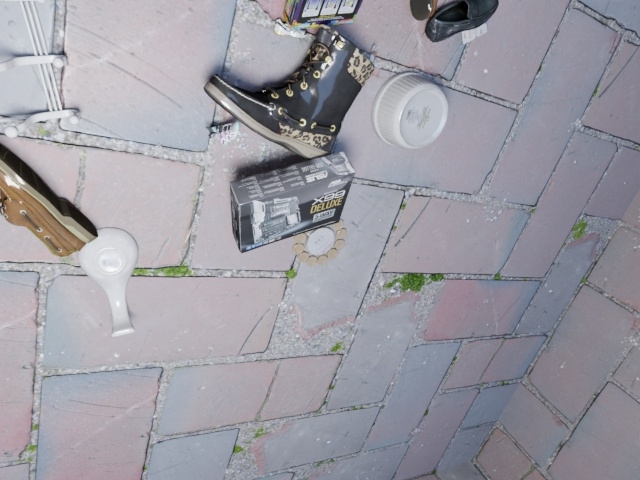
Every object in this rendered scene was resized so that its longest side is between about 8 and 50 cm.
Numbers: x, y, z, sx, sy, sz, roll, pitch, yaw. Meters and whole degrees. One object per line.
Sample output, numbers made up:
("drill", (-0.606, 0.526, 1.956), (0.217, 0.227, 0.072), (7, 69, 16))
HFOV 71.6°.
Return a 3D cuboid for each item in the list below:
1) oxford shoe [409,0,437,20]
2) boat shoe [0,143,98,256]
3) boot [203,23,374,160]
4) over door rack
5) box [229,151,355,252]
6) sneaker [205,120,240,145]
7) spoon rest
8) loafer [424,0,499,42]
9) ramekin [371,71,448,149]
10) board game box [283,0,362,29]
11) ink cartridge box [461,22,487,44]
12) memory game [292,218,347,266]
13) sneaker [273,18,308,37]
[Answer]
("oxford shoe", (0.257, -0.660, 1.087), (0.076, 0.076, 0.212), (-39, 135, -43))
("boat shoe", (-0.614, -0.075, 0.924), (0.104, 0.111, 0.307), (-37, 130, -6))
("boot", (-0.055, -0.365, 1.037), (0.377, 0.138, 0.284), (21, 108, -41))
("over door rack", (-0.625, -0.305, 0.778), (0.324, 0.108, 0.240), (-12, 123, -22))
("box", (-0.078, -0.097, 1.164), (0.307, 0.077, 0.242), (-18, 156, -19))
("sneaker", (-0.234, -0.259, 1.042), (0.069, 0.038, 0.098), (18, 153, -29))
("spoon rest", (-0.523, 0.100, 1.118), (0.137, 0.084, 0.277), (-10, 110, -26))
("loafer", (0.379, -0.596, 1.165), (0.223, 0.076, 0.078), (-28, 169, -9))
("ramekin", (0.257, -0.353, 1.238), (0.207, 0.109, 0.207), (-14, 125, -21))
("board game box", (0.016, -0.540, 0.972), (0.170, 0.048, 0.141), (-18, 164, -25))
("ink cartridge box", (0.420, -0.587, 1.234), (0.083, 0.028, 0.048), (-31, 129, -9))
("memory game", (0.000, 0.000, 1.377), (0.186, 0.012, 0.186), (-14, 124, -22))
("sneaker", (-0.065, -0.490, 1.022), (0.083, 0.032, 0.037), (-5, 121, -27))
